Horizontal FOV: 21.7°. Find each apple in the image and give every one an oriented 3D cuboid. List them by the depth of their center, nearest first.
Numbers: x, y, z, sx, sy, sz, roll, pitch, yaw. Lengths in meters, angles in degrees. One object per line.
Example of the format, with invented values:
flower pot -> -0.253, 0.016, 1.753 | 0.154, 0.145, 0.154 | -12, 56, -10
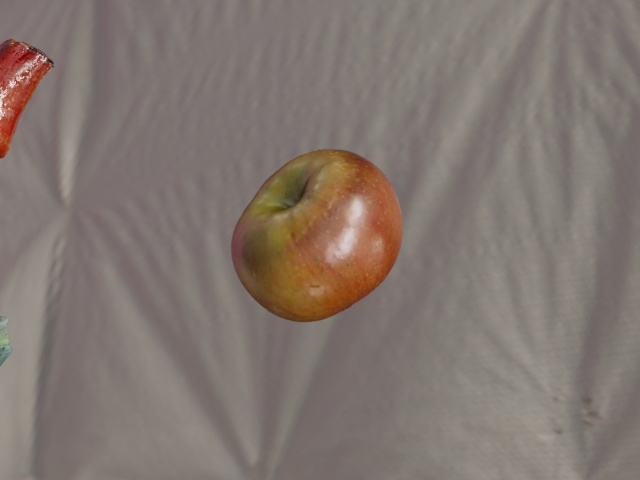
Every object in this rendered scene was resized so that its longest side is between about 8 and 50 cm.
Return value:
apple -> 0.000, 0.000, 2.070 | 0.235, 0.173, 0.210 | -46, -152, -23

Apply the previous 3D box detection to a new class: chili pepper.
chili pepper -> -0.320, -0.139, 1.660 | 0.073, 0.070, 0.123 | 22, -101, 40

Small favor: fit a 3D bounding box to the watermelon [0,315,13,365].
watermelon -> -0.262, 0.049, 1.105 | 0.187, 0.071, 0.139 | -5, -121, 29
